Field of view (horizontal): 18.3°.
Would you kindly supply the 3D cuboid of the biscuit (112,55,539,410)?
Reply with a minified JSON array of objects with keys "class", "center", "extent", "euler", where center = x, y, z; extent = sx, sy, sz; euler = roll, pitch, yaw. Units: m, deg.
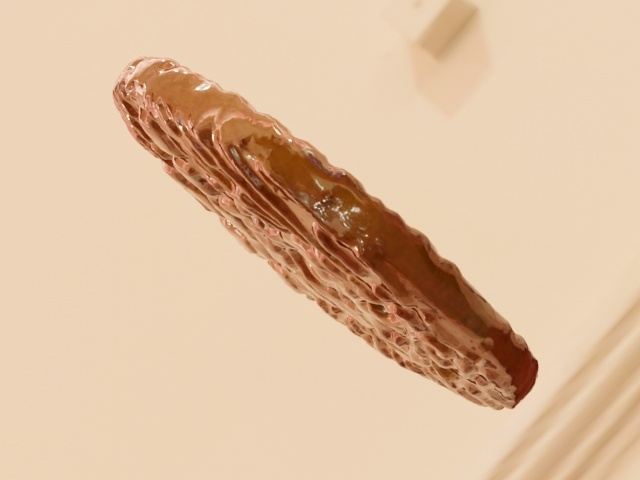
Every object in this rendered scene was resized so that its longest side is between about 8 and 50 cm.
[{"class":"biscuit","center":[-0.001,0.001,0.721],"extent":[0.027,0.188,0.188],"euler":[-52,-45,-8]}]
